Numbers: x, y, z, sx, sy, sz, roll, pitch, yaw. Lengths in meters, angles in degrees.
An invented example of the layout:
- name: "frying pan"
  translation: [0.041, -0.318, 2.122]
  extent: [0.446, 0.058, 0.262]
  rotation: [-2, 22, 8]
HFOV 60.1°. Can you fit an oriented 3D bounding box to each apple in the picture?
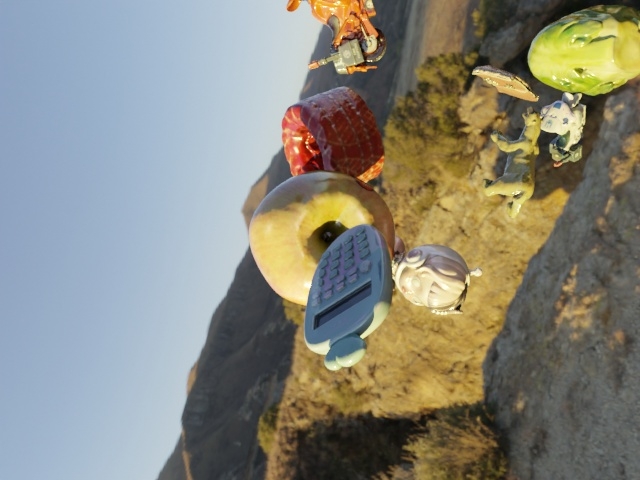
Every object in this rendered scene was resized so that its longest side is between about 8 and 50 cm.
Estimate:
- name: "apple"
  translation: [0.000, 0.000, 1.520]
  extent: [0.346, 0.392, 0.391]
  rotation: [138, 145, -76]

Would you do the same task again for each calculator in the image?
- name: "calculator"
  translation: [0.045, 0.089, 0.921]
  extent: [0.186, 0.041, 0.298]
  rotation: [-37, 31, 29]

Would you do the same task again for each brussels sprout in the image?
- name: "brussels sprout"
  translation: [0.506, -0.363, 1.051]
  extent: [0.223, 0.223, 0.161]
  rotation: [161, 117, -89]

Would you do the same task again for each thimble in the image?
- name: "thimble"
  translation: [0.034, -0.325, 1.881]
  extent: [0.350, 0.231, 0.350]
  rotation: [48, 151, 38]

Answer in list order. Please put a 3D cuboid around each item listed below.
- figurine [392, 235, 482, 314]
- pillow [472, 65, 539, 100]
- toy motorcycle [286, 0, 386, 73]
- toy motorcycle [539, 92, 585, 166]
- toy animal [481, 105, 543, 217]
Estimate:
- name: "figurine"
  translation: [0.334, 0.095, 1.868]
  extent: [0.211, 0.361, 0.253]
  rotation: [-54, -35, -14]
- name: "pillow"
  translation: [0.520, -0.435, 1.537]
  extent: [0.233, 0.126, 0.043]
  rotation: [4, -68, -53]
- name: "toy motorcycle"
  translation: [0.034, -0.589, 1.453]
  extent: [0.148, 0.222, 0.325]
  rotation: [-60, -49, -76]
- name: "toy motorcycle"
  translation: [0.661, -0.304, 1.503]
  extent: [0.150, 0.102, 0.221]
  rotation: [-38, -47, -17]
- name: "toy animal"
  translation: [0.423, -0.167, 1.179]
  extent: [0.101, 0.103, 0.218]
  rotation: [153, 134, -69]
